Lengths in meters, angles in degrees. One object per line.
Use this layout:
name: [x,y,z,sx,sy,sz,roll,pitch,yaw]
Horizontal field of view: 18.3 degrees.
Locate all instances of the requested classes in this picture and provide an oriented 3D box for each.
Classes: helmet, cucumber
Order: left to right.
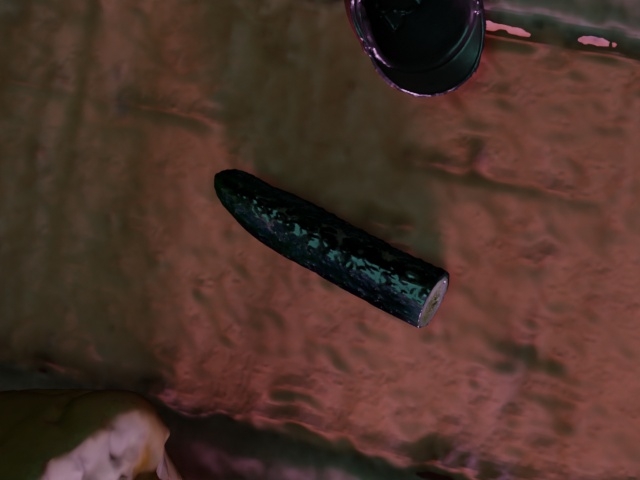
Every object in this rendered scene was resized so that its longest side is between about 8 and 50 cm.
cucumber: [0.000,0.000,0.987,0.133,0.032,0.032,28,101,17]
helmet: [0.041,-0.113,0.959,0.065,0.049,0.084,-21,112,-13]

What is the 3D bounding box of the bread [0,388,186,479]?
bread: [-0.201,0.196,0.981,0.341,0.210,0.300,-2,113,28]
